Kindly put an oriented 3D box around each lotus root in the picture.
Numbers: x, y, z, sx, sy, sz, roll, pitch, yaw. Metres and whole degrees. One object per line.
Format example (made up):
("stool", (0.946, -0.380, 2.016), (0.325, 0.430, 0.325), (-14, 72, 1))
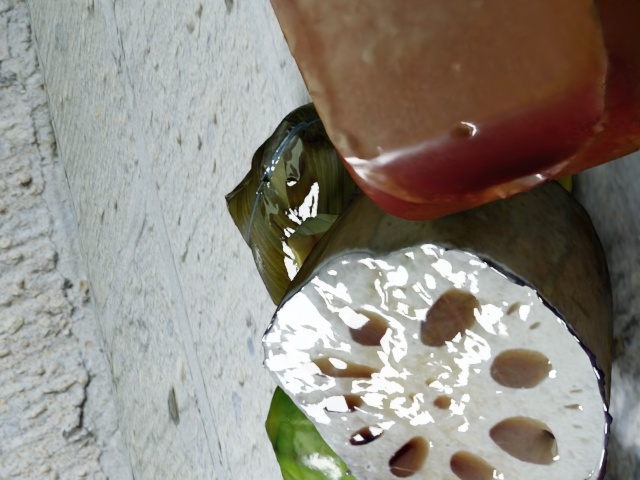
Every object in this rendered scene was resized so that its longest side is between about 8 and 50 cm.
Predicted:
("lotus root", (0.100, 0.054, 1.113), (0.272, 0.272, 0.192), (103, -176, -46))

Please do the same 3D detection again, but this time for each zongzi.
("zongzi", (0.000, 0.000, 1.562), (0.242, 0.112, 0.221), (67, 156, 18))

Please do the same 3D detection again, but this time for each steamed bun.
("steamed bun", (0.083, -0.219, 0.945), (0.235, 0.248, 0.379), (-17, 99, 28))

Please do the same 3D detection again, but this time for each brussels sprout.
("brussels sprout", (0.018, 0.188, 1.538), (0.161, 0.144, 0.181), (52, 159, -25))

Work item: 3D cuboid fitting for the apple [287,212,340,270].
("apple", (0.057, 0.055, 1.379), (0.265, 0.120, 0.193), (-36, -77, -83))

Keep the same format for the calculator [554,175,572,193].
("calculator", (0.141, -0.039, 1.247), (0.235, 0.032, 0.146), (134, 125, -65))
